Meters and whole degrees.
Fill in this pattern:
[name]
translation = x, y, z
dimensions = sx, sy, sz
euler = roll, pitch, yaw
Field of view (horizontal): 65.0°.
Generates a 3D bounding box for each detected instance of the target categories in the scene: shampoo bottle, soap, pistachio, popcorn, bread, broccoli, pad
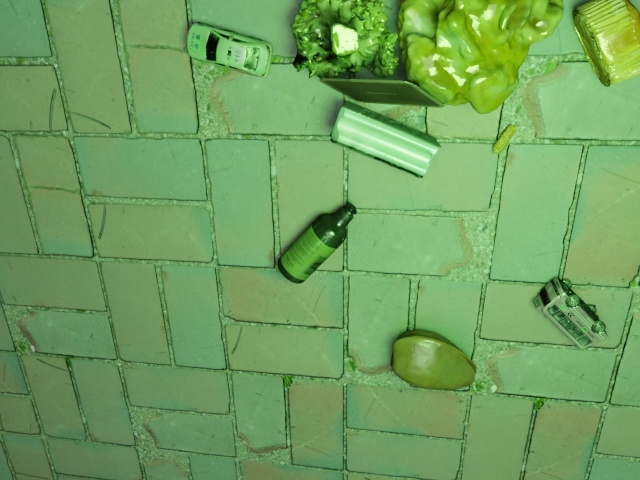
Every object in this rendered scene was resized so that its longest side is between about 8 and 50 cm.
[shampoo bottle]
translation = 0.000, 0.000, 1.408
dimensions = 0.101, 0.101, 0.284
euler = 41, 113, -9
[soap]
translation = 0.160, -0.256, 1.243
dimensions = 0.261, 0.150, 0.094
euler = 21, 118, -1
[pistachio]
translation = 0.334, 0.353, 1.474
dimensions = 0.260, 0.163, 0.213
euler = 12, 148, 2
[popcorn]
translation = 0.326, -0.462, 1.088
dimensions = 0.334, 0.292, 0.294
euler = -54, 52, 31
[bread]
translation = 0.635, -0.439, 1.092
dimensions = 0.114, 0.132, 0.190
euler = -24, 111, 19
[broccoli]
translation = 0.048, -0.444, 1.129
dimensions = 0.247, 0.243, 0.263
euler = -35, 111, 16
[pad]
translation = 0.137, -0.337, 1.150
dimensions = 0.266, 0.176, 0.002
euler = 18, 95, 41

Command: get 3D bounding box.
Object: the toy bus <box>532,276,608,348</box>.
[toy bus]
translation = 0.687, 0.200, 1.382
dimensions = 0.199, 0.096, 0.108
euler = 41, 118, -12

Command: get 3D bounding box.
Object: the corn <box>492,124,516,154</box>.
[corn]
translation = 0.460, -0.252, 1.261
dimensions = 0.027, 0.028, 0.083
euler = 31, 111, 2

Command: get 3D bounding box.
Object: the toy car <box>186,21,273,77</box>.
[toy car]
translation = -0.233, -0.476, 1.256
dimensions = 0.224, 0.076, 0.090
euler = 17, 116, 2
